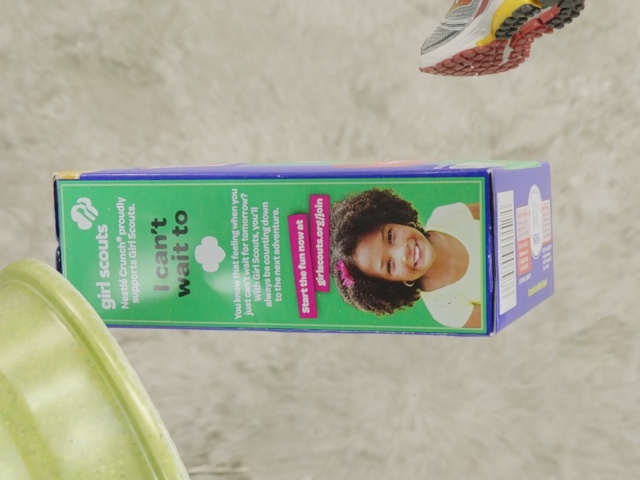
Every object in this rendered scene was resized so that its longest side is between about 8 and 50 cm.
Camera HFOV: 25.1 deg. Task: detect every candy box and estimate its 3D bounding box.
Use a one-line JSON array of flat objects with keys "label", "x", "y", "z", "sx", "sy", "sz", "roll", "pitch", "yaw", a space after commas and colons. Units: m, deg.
[{"label": "candy box", "x": 0.000, "y": 0.000, "z": 1.086, "sx": 0.317, "sy": 0.268, "sz": 0.122, "roll": -2, "pitch": 93, "yaw": 17}]

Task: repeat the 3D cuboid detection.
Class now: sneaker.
[{"label": "sneaker", "x": 0.163, "y": -0.216, "z": 1.333, "sx": 0.088, "sy": 0.225, "sz": 0.092, "roll": -1, "pitch": 72, "yaw": -30}]

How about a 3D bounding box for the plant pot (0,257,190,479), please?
[{"label": "plant pot", "x": -0.216, "y": 0.182, "z": 0.735, "sx": 0.254, "sy": 0.276, "sz": 0.276, "roll": -23, "pitch": 82, "yaw": -24}]
